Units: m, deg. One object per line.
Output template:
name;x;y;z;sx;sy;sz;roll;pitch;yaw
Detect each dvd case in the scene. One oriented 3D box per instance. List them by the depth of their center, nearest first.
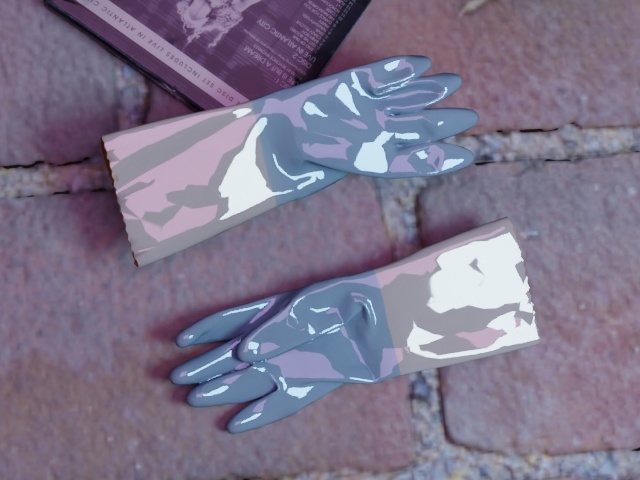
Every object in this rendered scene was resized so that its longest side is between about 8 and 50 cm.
dvd case;-0.041;-0.186;1.221;0.164;0.018;0.221;35;77;-5

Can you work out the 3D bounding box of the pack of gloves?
pack of gloves;0.000;0.000;1.199;0.232;0.046;0.195;-16;99;-12
